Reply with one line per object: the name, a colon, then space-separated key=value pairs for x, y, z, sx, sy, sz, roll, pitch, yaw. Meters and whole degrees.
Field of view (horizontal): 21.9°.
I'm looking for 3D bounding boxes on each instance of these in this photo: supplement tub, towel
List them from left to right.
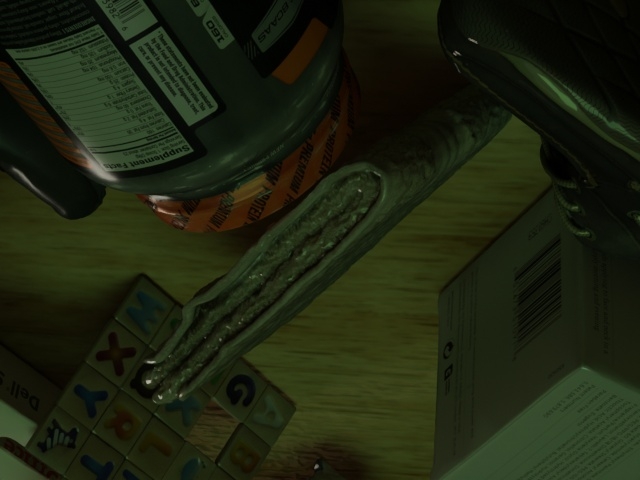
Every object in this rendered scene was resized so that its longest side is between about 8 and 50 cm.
supplement tub: x=-0.112 y=-0.159 z=0.911 sx=0.194 sy=0.193 sz=0.316 roll=-15 pitch=135 yaw=22
towel: x=0.000 y=0.000 z=1.096 sx=0.049 sy=0.187 sz=0.282 roll=50 pitch=129 yaw=3

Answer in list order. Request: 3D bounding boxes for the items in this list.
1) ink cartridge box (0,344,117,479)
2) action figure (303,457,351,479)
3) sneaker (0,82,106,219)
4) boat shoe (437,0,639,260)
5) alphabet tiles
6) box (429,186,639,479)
ink cartridge box: x=-0.329 y=0.175 z=1.367 sx=0.353 sy=0.119 sz=0.207 roll=-23 pitch=131 yaw=29
action figure: x=-0.075 y=0.303 z=1.467 sx=0.341 sy=0.178 sz=0.330 roll=26 pitch=128 yaw=-16
sneaker: x=-0.248 y=-0.104 z=1.024 sx=0.130 sy=0.109 sz=0.286 roll=-44 pitch=119 yaw=-5
boat shoe: x=0.203 y=-0.045 z=1.045 sx=0.355 sy=0.132 sz=0.130 roll=30 pitch=131 yaw=-23
alphabet tiles: x=-0.139 y=0.178 z=1.286 sx=0.009 sy=0.237 sz=0.198 roll=11 pitch=153 yaw=50
box: x=0.174 y=0.082 z=1.154 sx=0.119 sy=0.181 sz=0.182 roll=25 pitch=135 yaw=-19
